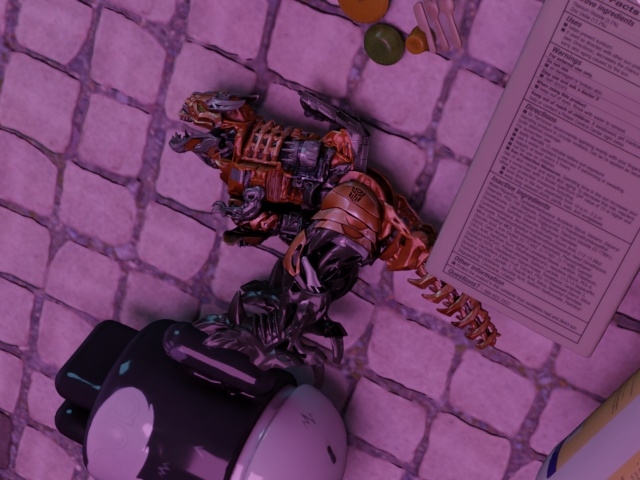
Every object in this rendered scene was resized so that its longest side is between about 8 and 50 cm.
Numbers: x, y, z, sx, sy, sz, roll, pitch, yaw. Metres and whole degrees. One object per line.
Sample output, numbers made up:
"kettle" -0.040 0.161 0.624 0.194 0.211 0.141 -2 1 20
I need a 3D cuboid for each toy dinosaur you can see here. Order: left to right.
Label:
"toy dinosaur" 0.000 0.000 1.413 0.322 0.164 0.218 40 111 28

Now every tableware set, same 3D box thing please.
"tableware set" 0.057 -0.220 1.342 0.104 0.024 0.154 -9 112 32

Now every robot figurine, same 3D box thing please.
"robot figurine" -0.110 0.178 1.537 0.278 0.209 0.173 23 86 14

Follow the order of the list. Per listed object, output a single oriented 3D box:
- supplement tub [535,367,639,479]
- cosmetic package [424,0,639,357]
"supplement tub" 0.349 0.170 1.269 0.241 0.241 0.331 41 125 2
"cosmetic package" 0.217 -0.079 1.282 0.160 0.113 0.309 29 123 9
